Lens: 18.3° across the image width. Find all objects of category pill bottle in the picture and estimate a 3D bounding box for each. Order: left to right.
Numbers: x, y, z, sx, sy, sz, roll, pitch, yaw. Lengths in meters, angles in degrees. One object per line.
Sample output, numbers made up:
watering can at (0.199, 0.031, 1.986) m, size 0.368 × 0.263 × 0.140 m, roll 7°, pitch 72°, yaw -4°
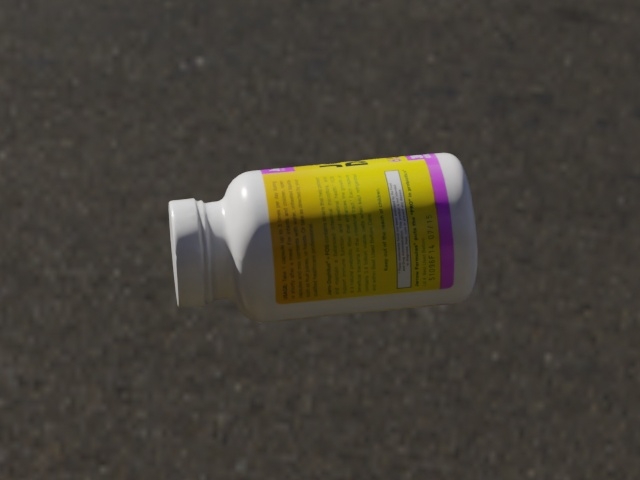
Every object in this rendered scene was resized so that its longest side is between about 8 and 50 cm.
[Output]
pill bottle at (0.000, 0.000, 0.560) m, size 0.083 × 0.043 × 0.043 m, roll -5°, pitch 30°, yaw -6°
